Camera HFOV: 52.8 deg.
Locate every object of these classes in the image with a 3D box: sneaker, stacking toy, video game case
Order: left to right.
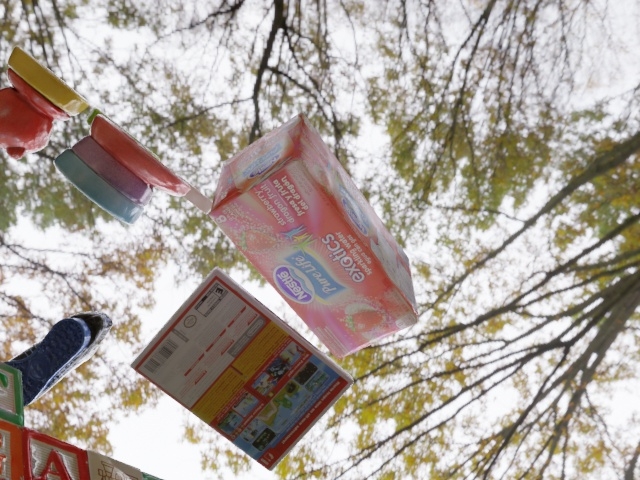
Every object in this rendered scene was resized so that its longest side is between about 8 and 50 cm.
[{"bbox_3d":[-0.423,0.190,1.014,0.081,0.232,0.090,57,-164,6],"label":"sneaker"},{"bbox_3d":[-0.326,-0.109,0.946,0.309,0.279,0.130,39,-93,23],"label":"stacking toy"},{"bbox_3d":[-0.119,0.204,1.003,0.285,0.204,0.025,41,-175,-12],"label":"video game case"}]

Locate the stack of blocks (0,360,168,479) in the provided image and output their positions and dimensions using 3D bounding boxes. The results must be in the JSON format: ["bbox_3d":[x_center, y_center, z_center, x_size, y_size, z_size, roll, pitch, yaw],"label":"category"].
[{"bbox_3d":[-0.184,0.137,0.300,0.087,0.297,0.171,-42,-139,7],"label":"stack of blocks"}]

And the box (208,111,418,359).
[{"bbox_3d":[0.000,0.000,0.894,0.142,0.300,0.154,-29,-151,18],"label":"box"}]
